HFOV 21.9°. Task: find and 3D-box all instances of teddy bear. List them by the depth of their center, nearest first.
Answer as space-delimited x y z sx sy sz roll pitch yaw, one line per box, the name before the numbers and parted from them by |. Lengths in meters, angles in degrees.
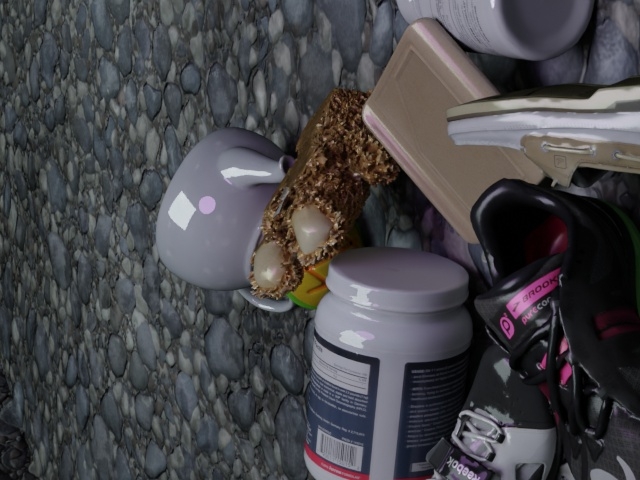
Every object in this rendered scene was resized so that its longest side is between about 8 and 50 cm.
teddy bear | 0.012 -0.055 2.064 0.245 0.113 0.338 -53 11 24

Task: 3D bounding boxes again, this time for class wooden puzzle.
wooden puzzle | 0.153 -0.122 1.867 0.221 0.044 0.238 50 156 7

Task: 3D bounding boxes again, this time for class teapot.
teapot | -0.099 -0.023 2.342 0.187 0.256 0.252 27 99 19

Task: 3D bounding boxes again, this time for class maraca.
maraca | 0.000 0.000 2.212 0.099 0.127 0.185 180 93 -68

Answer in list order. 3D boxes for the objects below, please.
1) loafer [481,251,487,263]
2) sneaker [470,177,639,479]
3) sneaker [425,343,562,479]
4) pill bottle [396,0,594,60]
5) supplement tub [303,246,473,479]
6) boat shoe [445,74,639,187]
loafer | 0.231 0.010 1.858 0.125 0.039 0.045 -17 46 60
sneaker | 0.243 0.117 1.547 0.185 0.202 0.483 -51 32 23
sneaker | 0.177 0.275 1.869 0.122 0.146 0.330 26 118 50
pill bottle | 0.181 -0.267 1.797 0.229 0.131 0.131 21 113 61
supplement tub | 0.082 0.161 1.997 0.191 0.191 0.272 35 125 57
boat shoe | 0.250 -0.102 1.644 0.302 0.113 0.103 0 104 45
